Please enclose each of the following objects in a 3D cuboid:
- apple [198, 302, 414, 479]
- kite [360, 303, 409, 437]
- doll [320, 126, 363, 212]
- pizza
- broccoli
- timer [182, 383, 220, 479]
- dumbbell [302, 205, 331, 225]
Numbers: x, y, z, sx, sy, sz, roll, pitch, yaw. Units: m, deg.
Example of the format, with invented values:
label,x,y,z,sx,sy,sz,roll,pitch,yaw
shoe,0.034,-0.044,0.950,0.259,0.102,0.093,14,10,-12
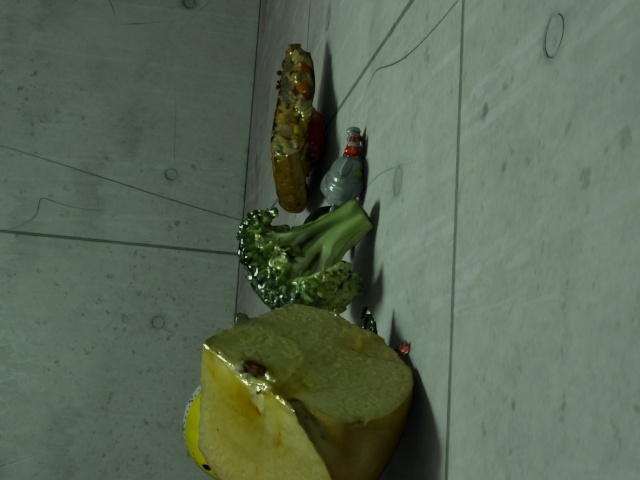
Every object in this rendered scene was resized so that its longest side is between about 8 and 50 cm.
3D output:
label,x,y,z,sx,sy,sz,roll,pitch,yaw
apple,-0.023,0.247,1.391,0.314,0.309,0.252,-55,-35,-8
kite,0.085,0.206,1.482,0.189,0.009,0.232,-52,41,44
doll,0.048,-0.130,1.838,0.094,0.079,0.180,83,-160,-65
pizza,-0.045,-0.274,2.272,0.440,0.130,0.406,94,180,-80
broccoli,-0.018,0.020,1.712,0.243,0.247,0.263,-41,-1,4
timer,-0.152,0.422,2.161,0.285,0.285,0.285,-174,90,-80
dumbbell,0.000,0.000,1.936,0.191,0.100,0.100,132,143,-74
